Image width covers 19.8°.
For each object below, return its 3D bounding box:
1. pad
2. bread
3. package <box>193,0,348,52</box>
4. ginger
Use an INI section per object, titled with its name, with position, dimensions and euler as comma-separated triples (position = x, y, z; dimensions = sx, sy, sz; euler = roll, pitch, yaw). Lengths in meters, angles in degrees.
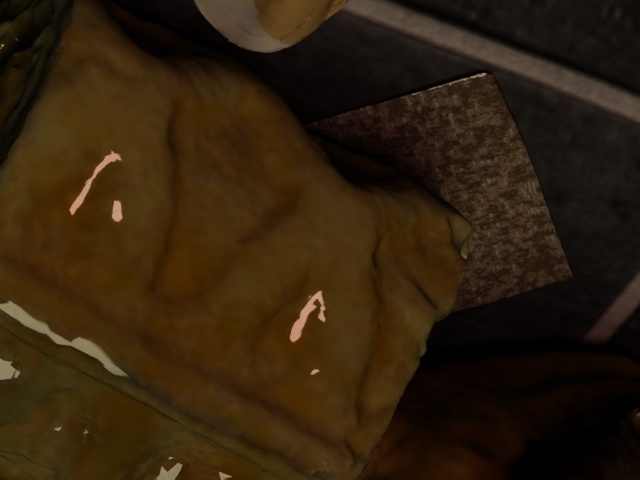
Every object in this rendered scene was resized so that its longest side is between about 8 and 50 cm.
[pad]
position = 0.000, 0.000, 0.955
dimensions = 0.235, 0.003, 0.158
euler = -16, 133, 12
[bread]
position = -0.088, 0.022, 0.843
dimensions = 0.252, 0.238, 0.196
euler = 41, 159, -27
[package]
position = 0.043, -0.222, 0.565
dimensions = 0.165, 0.221, 0.311
euler = -11, 163, -17
[ginger]
position = 0.083, 0.163, 0.992
dimensions = 0.223, 0.269, 0.200
euler = 14, 112, 31
